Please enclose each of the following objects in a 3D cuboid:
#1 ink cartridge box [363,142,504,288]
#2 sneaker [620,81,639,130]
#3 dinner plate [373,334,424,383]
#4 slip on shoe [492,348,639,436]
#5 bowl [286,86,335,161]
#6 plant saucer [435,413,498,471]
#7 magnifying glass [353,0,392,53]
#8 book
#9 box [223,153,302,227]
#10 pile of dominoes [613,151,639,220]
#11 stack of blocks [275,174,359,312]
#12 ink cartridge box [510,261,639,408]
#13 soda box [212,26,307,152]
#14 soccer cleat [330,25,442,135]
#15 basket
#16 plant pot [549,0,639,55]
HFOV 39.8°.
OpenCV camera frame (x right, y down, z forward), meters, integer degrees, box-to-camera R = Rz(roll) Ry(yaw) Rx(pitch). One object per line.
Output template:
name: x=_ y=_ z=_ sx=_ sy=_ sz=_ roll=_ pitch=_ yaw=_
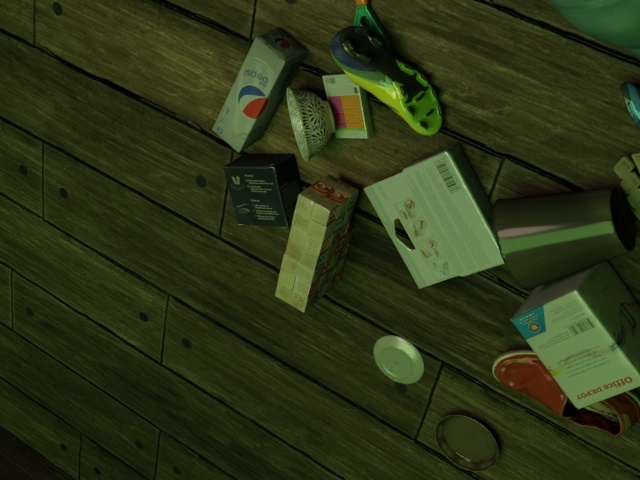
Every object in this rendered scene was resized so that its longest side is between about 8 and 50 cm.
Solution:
ink cartridge box: x=0.258 y=-0.046 z=1.930 sx=0.239 sy=0.060 sz=0.275 roll=-21 pitch=102 yaw=42
sneaker: x=0.617 y=-0.206 z=1.586 sx=0.082 sy=0.069 sz=0.209 roll=-32 pitch=95 yaw=27
dinner plate: x=0.192 y=0.301 z=2.204 sx=0.141 sy=0.017 sz=0.141 roll=18 pitch=126 yaw=27
slip on shoe: x=0.528 y=0.330 z=1.927 sx=0.331 sy=0.101 sz=0.123 roll=20 pitch=127 yaw=26
bowl: x=-0.016 y=-0.267 z=1.963 sx=0.170 sy=0.080 sz=0.170 roll=164 pitch=90 yaw=-83
plant saucer: x=0.365 y=0.495 z=2.184 sx=0.169 sy=0.029 sz=0.168 roll=17 pitch=123 yaw=27
magnifying glass: x=0.092 y=-0.464 z=1.830 sx=0.092 sy=0.026 sz=0.230 roll=4 pitch=116 yaw=34
book: x=0.060 y=-0.297 z=1.944 sx=0.096 sy=0.035 sz=0.144 roll=4 pitch=117 yaw=37
box: x=-0.133 y=-0.122 z=2.138 sx=0.156 sy=0.093 sz=0.158 roll=4 pitch=118 yaw=34
pile of dominoes: x=0.647 y=-0.062 z=1.618 sx=0.251 sy=0.040 sz=0.196 roll=61 pitch=167 yaw=-10
stack of blocks: x=0.000 y=0.000 z=2.062 sx=0.087 sy=0.171 sz=0.297 roll=29 pitch=128 yaw=19
ink cartridge box: x=0.544 y=0.184 z=1.785 sx=0.171 sy=0.168 sz=0.232 roll=-34 pitch=94 yaw=43
soda box: x=-0.142 y=-0.340 z=2.018 sx=0.091 sy=0.098 sz=0.286 roll=41 pitch=131 yaw=9
soccer cleat: x=0.138 y=-0.328 z=1.832 sx=0.289 sy=0.093 sz=0.121 roll=42 pitch=162 yaw=-11
basket: x=0.483 y=-0.017 z=1.731 sx=0.227 sy=0.154 sz=0.204 roll=-17 pitch=111 yaw=36
plant pot: x=0.520 y=-0.421 z=1.408 sx=0.293 sy=0.293 sz=0.196 roll=-17 pitch=131 yaw=40
